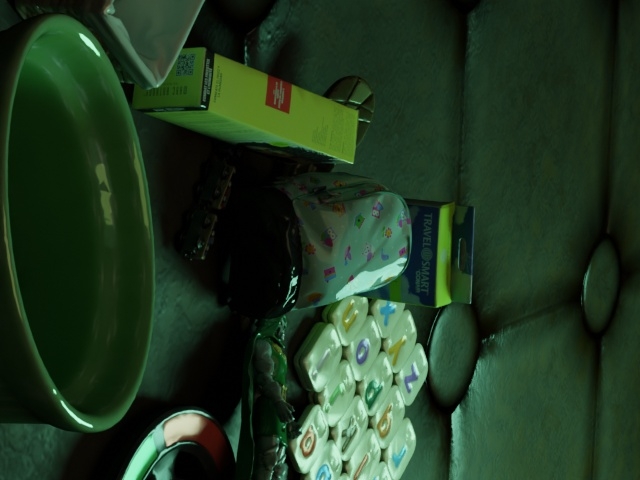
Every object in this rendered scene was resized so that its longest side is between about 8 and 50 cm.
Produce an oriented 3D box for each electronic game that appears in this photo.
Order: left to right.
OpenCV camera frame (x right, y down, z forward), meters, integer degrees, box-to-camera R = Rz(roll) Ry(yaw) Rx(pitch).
[{"bbox_3d":[-0.144,0.268,1.771,0.229,0.048,0.229,-20,114,-57],"label":"electronic game"}]

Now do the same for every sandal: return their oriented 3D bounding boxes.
[{"bbox_3d":[-0.008,-0.097,1.936,0.072,0.049,0.180,41,76,-45],"label":"sandal"}]

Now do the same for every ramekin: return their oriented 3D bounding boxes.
[{"bbox_3d":[-0.238,-0.007,1.365,0.303,0.148,0.303,-6,90,-77],"label":"ramekin"}]

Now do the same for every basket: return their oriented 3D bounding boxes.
[{"bbox_3d":[-0.167,-0.224,1.564,0.113,0.103,0.167,56,49,-50],"label":"basket"}]

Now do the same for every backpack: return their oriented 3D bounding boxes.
[{"bbox_3d":[0.000,0.000,1.865,0.182,0.115,0.152,-15,118,-40],"label":"backpack"}]

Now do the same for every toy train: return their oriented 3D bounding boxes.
[{"bbox_3d":[-0.101,-0.049,1.799,0.036,0.027,0.158,62,43,-61],"label":"toy train"}]

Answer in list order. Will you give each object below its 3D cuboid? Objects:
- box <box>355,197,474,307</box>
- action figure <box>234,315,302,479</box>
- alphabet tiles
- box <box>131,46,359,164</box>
[{"bbox_3d":[0.071,0.008,1.960,0.042,0.178,0.109,-15,109,-59],"label":"box"},{"bbox_3d":[-0.052,0.180,1.867,0.137,0.063,0.232,69,19,-68],"label":"action figure"},{"bbox_3d":[0.042,0.184,2.110,0.278,0.021,0.284,-58,143,-37],"label":"alphabet tiles"},{"bbox_3d":[-0.065,-0.121,1.746,0.232,0.087,0.058,18,77,-50],"label":"box"}]
